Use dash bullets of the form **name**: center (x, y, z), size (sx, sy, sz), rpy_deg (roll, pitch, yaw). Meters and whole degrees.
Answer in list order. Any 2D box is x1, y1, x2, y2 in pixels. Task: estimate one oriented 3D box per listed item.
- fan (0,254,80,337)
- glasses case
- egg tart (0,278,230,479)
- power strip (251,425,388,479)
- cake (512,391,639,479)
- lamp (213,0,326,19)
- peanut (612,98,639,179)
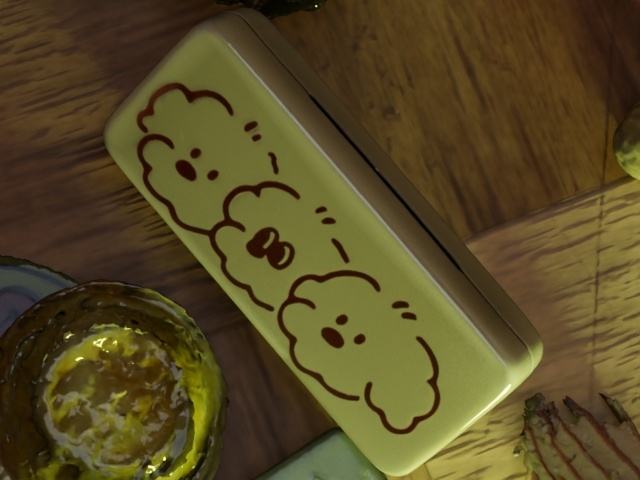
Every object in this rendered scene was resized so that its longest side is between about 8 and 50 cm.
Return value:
- **fan**: center (-0.271, 0.087, 1.231), size (0.229, 0.011, 0.335), rpy_deg (-41, 89, -17)
- **glasses case**: center (0.000, 0.000, 1.228), size (0.336, 0.076, 0.144), rpy_deg (49, 118, 4)
- **egg tart**: center (-0.150, 0.118, 1.213), size (0.191, 0.074, 0.191), rpy_deg (3, 77, -11)
- **power strip**: center (-0.077, 0.241, 1.220), size (0.288, 0.053, 0.093), rpy_deg (-32, 87, -16)
- **cake**: center (0.234, 0.238, 1.274), size (0.098, 0.135, 0.287), rpy_deg (-24, 65, -10)
- **lamp**: center (-0.058, -0.302, 1.270), size (0.177, 0.177, 0.274), rpy_deg (-22, 86, -15)
- **peanut**: center (0.308, -0.096, 1.356), size (0.175, 0.080, 0.080), rpy_deg (-16, 83, -18)
